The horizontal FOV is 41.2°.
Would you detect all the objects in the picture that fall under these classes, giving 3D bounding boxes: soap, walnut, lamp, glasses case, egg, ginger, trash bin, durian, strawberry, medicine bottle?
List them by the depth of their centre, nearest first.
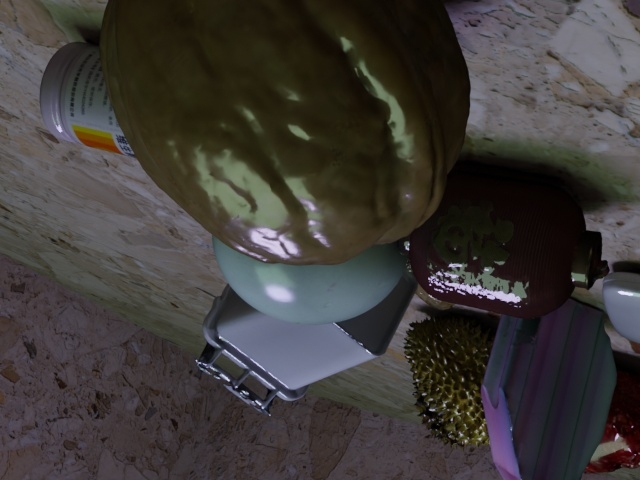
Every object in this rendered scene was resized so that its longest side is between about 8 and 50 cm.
[{"bbox_3d":[-0.018,-0.125,0.693,0.252,0.277,0.313,-28,109,26],"label":"walnut"},{"bbox_3d":[0.221,-0.001,1.045,0.258,0.180,0.180,9,161,28],"label":"lamp"},{"bbox_3d":[-0.211,-0.165,1.065,0.249,0.133,0.133,13,162,18],"label":"medicine bottle"},{"bbox_3d":[0.000,0.000,1.153,0.229,0.230,0.371,11,179,28],"label":"egg"},{"bbox_3d":[0.474,0.104,1.256,0.092,0.059,0.233,11,162,33],"label":"glasses case"},{"bbox_3d":[0.367,0.254,1.393,0.192,0.324,0.109,22,162,-9],"label":"soap"},{"bbox_3d":[0.227,0.087,1.469,0.165,0.067,0.096,12,139,26],"label":"ginger"},{"bbox_3d":[-0.026,0.136,1.524,0.256,0.296,0.367,42,149,-16],"label":"trash bin"},{"bbox_3d":[0.555,0.333,1.646,0.274,0.221,0.274,-14,178,0],"label":"strawberry"},{"bbox_3d":[0.288,0.279,1.722,0.293,0.258,0.258,64,161,4],"label":"durian"}]

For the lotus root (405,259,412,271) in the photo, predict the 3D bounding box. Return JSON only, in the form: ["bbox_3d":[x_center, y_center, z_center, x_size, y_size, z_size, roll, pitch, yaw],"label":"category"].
[{"bbox_3d":[0.207,0.053,1.393,0.151,0.063,0.072,12,164,16],"label":"lotus root"}]
